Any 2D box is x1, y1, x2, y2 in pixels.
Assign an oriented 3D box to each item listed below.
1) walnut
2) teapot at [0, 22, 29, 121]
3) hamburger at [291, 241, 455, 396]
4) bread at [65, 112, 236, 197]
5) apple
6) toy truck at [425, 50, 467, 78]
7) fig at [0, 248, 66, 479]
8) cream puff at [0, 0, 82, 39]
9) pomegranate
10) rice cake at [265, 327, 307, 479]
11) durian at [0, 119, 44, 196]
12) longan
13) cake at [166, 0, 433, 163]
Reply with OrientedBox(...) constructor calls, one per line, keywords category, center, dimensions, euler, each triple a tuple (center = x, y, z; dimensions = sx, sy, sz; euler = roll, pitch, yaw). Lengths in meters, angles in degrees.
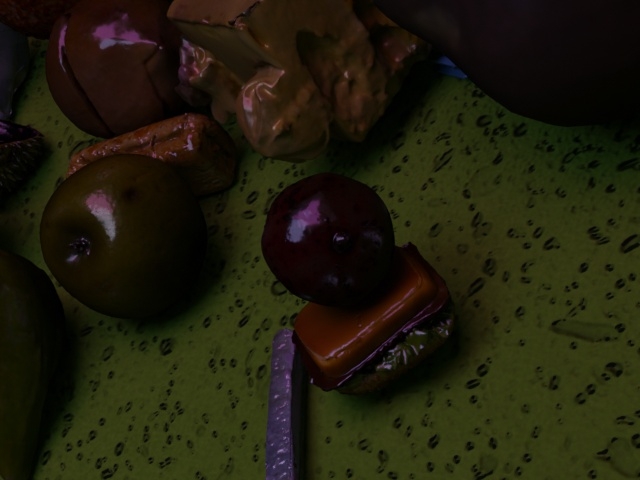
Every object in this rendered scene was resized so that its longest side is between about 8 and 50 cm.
OrientedBox(category="walnut", center=(-0.248, -0.231, 1.701), dimensions=(0.203, 0.203, 0.298), euler=(-54, 15, -16))
OrientedBox(category="teapot", center=(-0.531, -0.255, 1.967), dimensions=(0.178, 0.163, 0.221), euler=(1, 55, 26))
OrientedBox(category="hamburger", center=(0.057, 0.089, 1.326), dimensions=(0.166, 0.087, 0.137), euler=(-37, 36, 3))
OrientedBox(category="bread", center=(-0.209, -0.092, 1.648), dimensions=(0.211, 0.114, 0.083), euler=(-15, 62, 22))
OrientedBox(category="apple", center=(-0.227, -0.005, 1.530), dimensions=(0.196, 0.157, 0.196), euler=(6, 101, 32))
OrientedBox(category="toy truck", center=(0.161, -0.220, 1.546), dimensions=(0.090, 0.056, 0.073), euler=(-27, 41, 28))
OrientedBox(category="fig", center=(-0.377, 0.147, 1.522), dimensions=(0.206, 0.206, 0.275), euler=(-25, 66, 15))
OrientedBox(category="cream puff", center=(-0.337, -0.408, 1.908), dimensions=(0.350, 0.228, 0.350), euler=(-16, 40, 15))
OrientedBox(category="pomegranate", center=(-0.004, -0.005, 1.296), dimensions=(0.159, 0.129, 0.129), euler=(14, 64, 48))
OrientedBox(category="rice cake", center=(-0.032, 0.180, 1.348), dimensions=(0.034, 0.043, 0.211), euler=(-13, 49, 16))
OrientedBox(category="durian", center=(-0.451, -0.110, 1.857), dimensions=(0.187, 0.119, 0.108), euler=(29, 111, 46))
OrientedBox(category="longan", center=(0.241, -0.301, 1.332), dimensions=(0.404, 0.336, 0.404), euler=(0, 64, -1))
OrientedBox(category="cake", center=(-0.029, -0.236, 1.537), dimensions=(0.286, 0.222, 0.227), euler=(-49, 29, -11))
